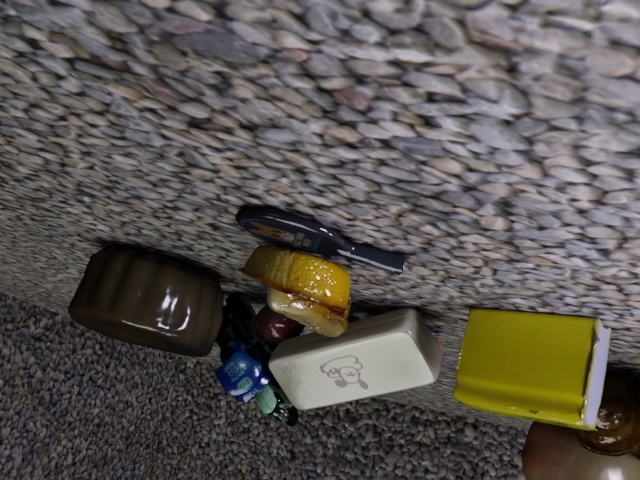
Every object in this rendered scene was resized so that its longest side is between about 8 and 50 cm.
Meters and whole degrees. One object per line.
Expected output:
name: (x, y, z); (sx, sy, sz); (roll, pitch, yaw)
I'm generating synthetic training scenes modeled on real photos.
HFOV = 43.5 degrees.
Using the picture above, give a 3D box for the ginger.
ginger: (0.614, 0.343, 1.513); (0.357, 0.152, 0.274); (19, 165, -23)

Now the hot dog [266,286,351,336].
hot dog: (-0.004, 0.105, 1.355); (0.073, 0.084, 0.242); (2, 161, 27)

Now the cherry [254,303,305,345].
cherry: (-0.072, 0.163, 1.671); (0.107, 0.090, 0.225); (-27, 179, 14)

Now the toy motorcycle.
toy motorcycle: (-0.154, 0.245, 1.647); (0.196, 0.125, 0.331); (43, -174, -40)

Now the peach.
peach: (0.592, 0.478, 1.762); (0.292, 0.292, 0.247); (13, 151, 6)

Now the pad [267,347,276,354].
pad: (0.000, 0.212, 1.669); (0.174, 0.022, 0.233); (-12, 173, 12)

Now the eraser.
eraser: (0.316, 0.189, 1.211); (0.226, 0.158, 0.069); (1, 158, 41)

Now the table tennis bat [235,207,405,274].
table tennis bat: (0.000, 0.000, 1.073); (0.236, 0.027, 0.150); (17, 167, -3)

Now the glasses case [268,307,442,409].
glasses case: (0.060, 0.222, 1.474); (0.313, 0.070, 0.131); (-18, 113, 30)

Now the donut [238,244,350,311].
donut: (-0.029, 0.050, 1.172); (0.162, 0.065, 0.178); (19, 178, 10)

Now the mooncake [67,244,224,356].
mooncake: (-0.328, 0.119, 1.566); (0.290, 0.161, 0.290); (14, 164, 4)

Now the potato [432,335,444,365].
potato: (0.150, 0.209, 1.548); (0.178, 0.109, 0.118); (12, -171, 8)
